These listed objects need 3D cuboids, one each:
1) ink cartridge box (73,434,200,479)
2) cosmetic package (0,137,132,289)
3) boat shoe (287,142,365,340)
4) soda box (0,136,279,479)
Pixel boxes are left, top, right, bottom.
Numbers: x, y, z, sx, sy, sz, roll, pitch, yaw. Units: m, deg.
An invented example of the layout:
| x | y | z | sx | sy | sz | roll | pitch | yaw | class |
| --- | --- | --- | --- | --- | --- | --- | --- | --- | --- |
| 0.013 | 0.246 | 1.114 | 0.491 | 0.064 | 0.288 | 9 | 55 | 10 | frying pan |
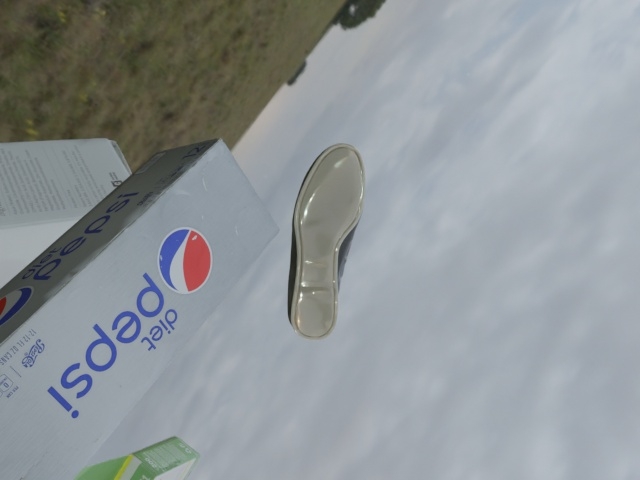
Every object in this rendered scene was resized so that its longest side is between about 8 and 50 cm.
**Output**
| x | y | z | sx | sy | sz | roll | pitch | yaw | class |
| --- | --- | --- | --- | --- | --- | --- | --- | --- | --- |
| -0.258 | 0.337 | 0.737 | 0.171 | 0.056 | 0.235 | -58 | 164 | 2 | ink cartridge box |
| -0.411 | 0.019 | 0.685 | 0.156 | 0.385 | 0.217 | 53 | -46 | 34 | cosmetic package |
| 0.000 | 0.000 | 1.034 | 0.095 | 0.112 | 0.334 | -120 | -141 | -76 | boat shoe |
| -0.154 | 0.049 | 0.431 | 0.091 | 0.098 | 0.286 | -3 | -141 | 41 | soda box |
